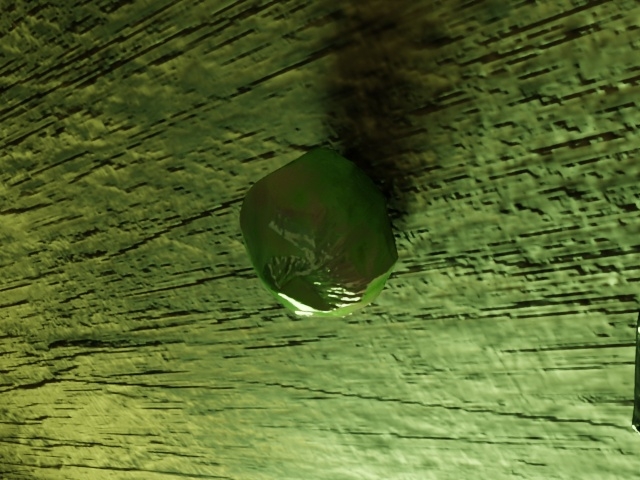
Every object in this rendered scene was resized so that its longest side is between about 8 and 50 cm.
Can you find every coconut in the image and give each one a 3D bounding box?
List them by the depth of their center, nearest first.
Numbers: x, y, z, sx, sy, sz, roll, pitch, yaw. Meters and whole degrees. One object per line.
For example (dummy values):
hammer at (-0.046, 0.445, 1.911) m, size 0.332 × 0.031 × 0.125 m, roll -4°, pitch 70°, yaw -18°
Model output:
coconut at (0.000, 0.000, 0.756) m, size 0.082 × 0.081 × 0.083 m, roll 12°, pitch 125°, yaw 34°

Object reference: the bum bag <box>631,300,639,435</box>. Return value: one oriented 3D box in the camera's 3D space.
bum bag at (0.222, 0.094, 0.545) m, size 0.248 × 0.060 × 0.123 m, roll 21°, pitch 139°, yaw 44°
